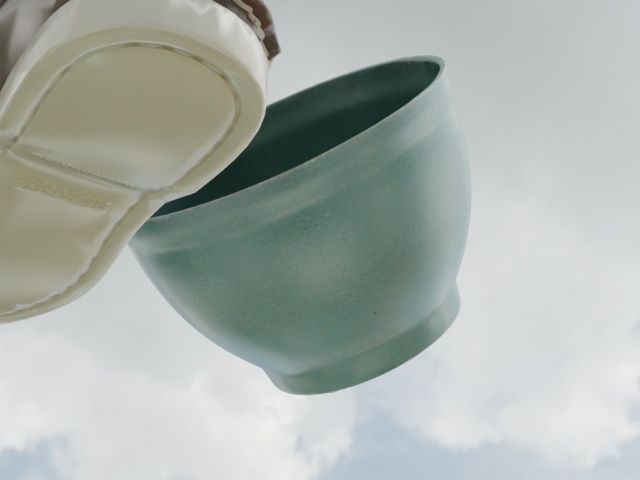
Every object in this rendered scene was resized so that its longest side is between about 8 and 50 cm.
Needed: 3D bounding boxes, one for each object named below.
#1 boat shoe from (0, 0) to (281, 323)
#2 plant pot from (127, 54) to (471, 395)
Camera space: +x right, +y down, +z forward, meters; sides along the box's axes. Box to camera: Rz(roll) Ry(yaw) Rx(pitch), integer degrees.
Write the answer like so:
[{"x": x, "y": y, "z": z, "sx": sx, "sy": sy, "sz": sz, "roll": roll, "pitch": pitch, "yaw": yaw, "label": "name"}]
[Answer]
[{"x": -0.132, "y": -0.048, "z": 0.527, "sx": 0.116, "sy": 0.097, "sz": 0.324, "roll": 21, "pitch": -32, "yaw": -30, "label": "boat shoe"}, {"x": 0.000, "y": 0.000, "z": 0.951, "sx": 0.293, "sy": 0.293, "sz": 0.196, "roll": -18, "pitch": -72, "yaw": 20, "label": "plant pot"}]
